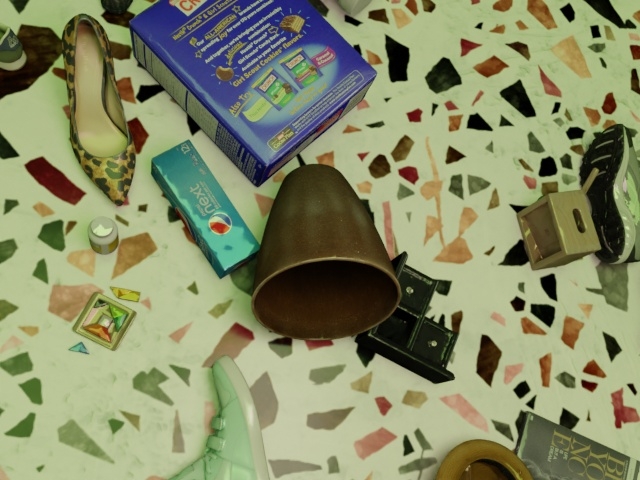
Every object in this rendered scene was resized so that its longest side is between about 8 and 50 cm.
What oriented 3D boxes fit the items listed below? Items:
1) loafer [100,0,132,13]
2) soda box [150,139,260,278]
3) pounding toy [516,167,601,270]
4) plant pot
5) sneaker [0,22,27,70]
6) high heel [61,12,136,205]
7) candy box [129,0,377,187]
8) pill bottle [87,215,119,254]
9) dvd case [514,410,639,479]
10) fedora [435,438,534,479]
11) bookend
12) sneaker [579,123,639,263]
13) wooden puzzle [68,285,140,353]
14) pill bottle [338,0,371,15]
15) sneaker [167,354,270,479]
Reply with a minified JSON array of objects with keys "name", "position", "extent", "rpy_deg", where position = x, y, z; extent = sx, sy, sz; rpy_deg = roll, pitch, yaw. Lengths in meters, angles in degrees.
[{"name":"loafer","position":[-0.327,-0.471,1.177],"extent":[0.062,0.061,0.170],"rpy_deg":[16,69,-9]},{"name":"soda box","position":[-0.183,-0.048,1.084],"extent":[0.071,0.067,0.210],"rpy_deg":[-32,84,-21]},{"name":"pounding toy","position":[0.429,-0.036,1.210],"extent":[0.100,0.130,0.141],"rpy_deg":[-7,76,-17]},{"name":"plant pot","position":[0.000,0.000,1.055],"extent":[0.215,0.215,0.230],"rpy_deg":[5,51,-13]},{"name":"sneaker","position":[-0.554,-0.333,1.061],"extent":[0.192,0.086,0.064],"rpy_deg":[21,69,-8]},{"name":"high heel","position":[-0.332,-0.194,1.024],"extent":[0.093,0.186,0.261],"rpy_deg":[-13,77,-18]},{"name":"candy box","position":[-0.112,-0.295,1.150],"extent":[0.268,0.122,0.317],"rpy_deg":[-42,89,-21]},{"name":"pill bottle","position":[-0.324,-0.009,1.026],"extent":[0.043,0.083,0.043],"rpy_deg":[4,73,-14]},{"name":"dvd case","position":[0.416,0.402,1.134],"extent":[0.221,0.018,0.164],"rpy_deg":[25,69,-7]},{"name":"fedora","position":[0.242,0.407,1.053],"extent":[0.194,0.079,0.194],"rpy_deg":[7,64,-14]},{"name":"bookend","position":[0.162,0.128,1.120],"extent":[0.157,0.072,0.156],"rpy_deg":[29,68,-5]},{"name":"sneaker","position":[0.561,-0.086,1.288],"extent":[0.108,0.100,0.271],"rpy_deg":[7,77,-24]},{"name":"wooden puzzle","position":[-0.321,0.119,1.025],"extent":[0.078,0.014,0.116],"rpy_deg":[21,70,-8]},{"name":"pill bottle","position":[0.018,-0.520,1.255],"extent":[0.208,0.119,0.119],"rpy_deg":[45,68,1]},{"name":"sneaker","position":[-0.160,0.297,0.973],"extent":[0.151,0.094,0.256],"rpy_deg":[-10,75,-14]}]
